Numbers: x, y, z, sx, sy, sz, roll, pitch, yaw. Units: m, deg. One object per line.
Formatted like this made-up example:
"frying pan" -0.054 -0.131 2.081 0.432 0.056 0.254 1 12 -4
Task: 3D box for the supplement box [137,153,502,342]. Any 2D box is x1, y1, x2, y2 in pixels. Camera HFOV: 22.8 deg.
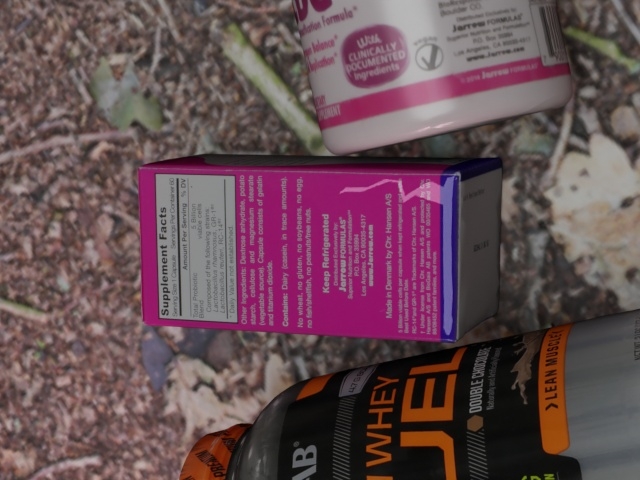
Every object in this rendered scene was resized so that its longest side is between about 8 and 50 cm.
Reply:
"supplement box" 0.000 0.000 1.056 0.220 0.111 0.114 3 98 20

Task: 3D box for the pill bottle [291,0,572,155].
"pill bottle" 0.050 -0.205 0.987 0.160 0.160 0.283 -12 92 21

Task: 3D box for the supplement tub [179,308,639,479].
"supplement tub" 0.094 0.169 0.992 0.338 0.207 0.207 -14 92 20
